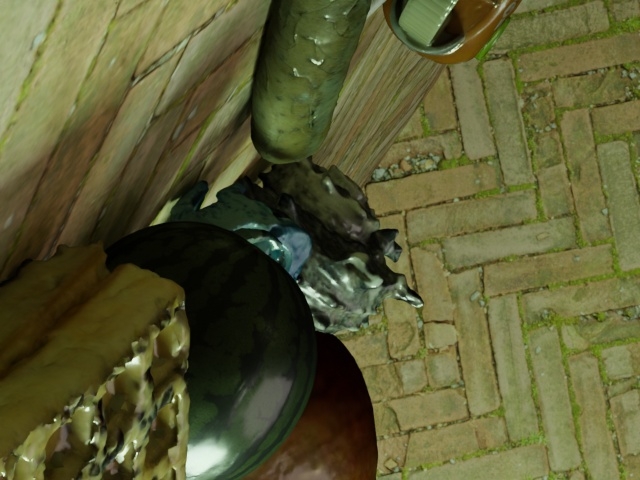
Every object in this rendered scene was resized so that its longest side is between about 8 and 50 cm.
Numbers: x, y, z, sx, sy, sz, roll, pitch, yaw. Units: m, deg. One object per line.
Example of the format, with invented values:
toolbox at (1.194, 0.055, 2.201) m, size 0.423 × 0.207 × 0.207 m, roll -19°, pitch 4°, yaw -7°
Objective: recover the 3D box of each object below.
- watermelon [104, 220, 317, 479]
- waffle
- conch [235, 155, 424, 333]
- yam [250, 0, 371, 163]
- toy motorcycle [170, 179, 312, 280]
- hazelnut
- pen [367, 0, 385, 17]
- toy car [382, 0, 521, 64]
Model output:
watermelon at (-0.107, 0.093, 1.074) m, size 0.212 × 0.212 × 0.212 m, roll -56°, pitch 176°, yaw -6°
waffle at (-0.189, 0.219, 0.886) m, size 0.261 × 0.114 × 0.376 m, roll -45°, pitch 145°, yaw -54°
conch at (-0.010, -0.006, 1.574) m, size 0.186 × 0.241 × 0.313 m, roll -25°, pitch 172°, yaw 35°
yam at (-0.010, -0.160, 1.149) m, size 0.083 × 0.083 × 0.371 m, roll -54°, pitch 174°, yaw -21°
toy motorcycle at (-0.124, 0.070, 1.268) m, size 0.260 × 0.154 × 0.206 m, roll -50°, pitch 153°, yaw -9°
hazelnut at (-0.111, 0.296, 1.786) m, size 0.421 × 0.353 × 0.421 m, roll -40°, pitch 158°, yaw -19°
pen at (0.027, -0.223, 1.386) m, size 0.033 × 0.033 × 0.269 m, roll -59°, pitch 176°, yaw 36°
toy car at (0.147, -0.287, 1.515) m, size 0.235 × 0.145 × 0.235 m, roll -53°, pitch 176°, yaw -6°
